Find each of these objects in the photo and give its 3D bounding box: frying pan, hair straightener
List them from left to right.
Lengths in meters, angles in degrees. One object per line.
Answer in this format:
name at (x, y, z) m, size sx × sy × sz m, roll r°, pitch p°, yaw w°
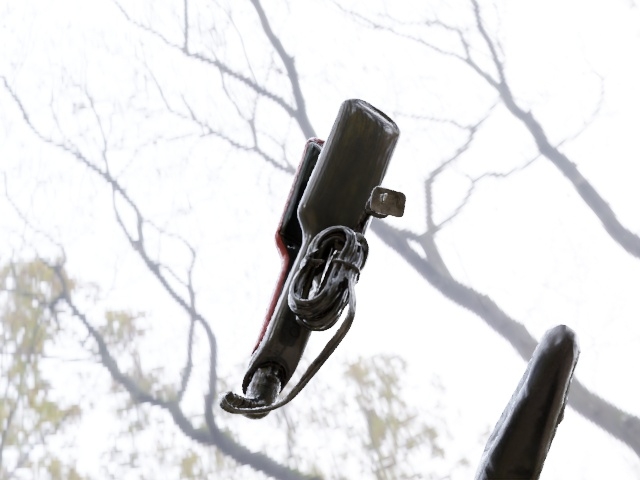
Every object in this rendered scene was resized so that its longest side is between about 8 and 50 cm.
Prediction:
hair straightener at (0.000, 0.000, 0.721) m, size 0.047 × 0.230 × 0.089 m, roll 36°, pitch -48°, yaw -9°
frying pan at (0.053, 0.135, 0.500) m, size 0.053 × 0.197 × 0.326 m, roll 24°, pitch -64°, yaw 7°
